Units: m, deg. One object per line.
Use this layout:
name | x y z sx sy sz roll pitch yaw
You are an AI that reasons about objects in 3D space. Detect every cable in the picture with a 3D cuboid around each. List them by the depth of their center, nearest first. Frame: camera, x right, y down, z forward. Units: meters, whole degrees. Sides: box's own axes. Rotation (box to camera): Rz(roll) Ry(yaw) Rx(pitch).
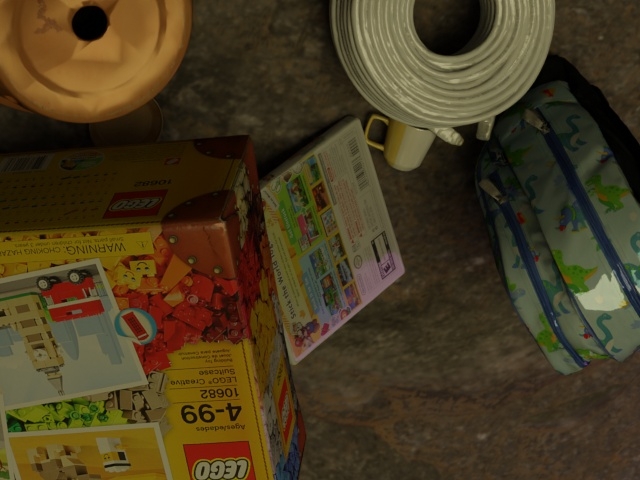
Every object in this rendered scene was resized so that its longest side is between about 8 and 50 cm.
cable | 0.137 -0.252 1.659 0.257 0.089 0.257 22 92 -20

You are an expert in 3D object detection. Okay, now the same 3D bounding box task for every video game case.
video game case | 0.000 0.000 1.745 0.206 0.026 0.227 -38 126 -31

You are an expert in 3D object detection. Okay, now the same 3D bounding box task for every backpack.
backpack | 0.311 -0.008 1.718 0.273 0.355 0.290 -32 122 -4

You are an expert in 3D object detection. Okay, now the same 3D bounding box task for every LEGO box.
LEGO box | -0.293 0.113 1.516 0.500 0.193 0.372 -4 118 10

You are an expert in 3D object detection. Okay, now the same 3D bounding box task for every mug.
mug | 0.098 -0.122 1.761 0.062 0.078 0.064 -25 139 -52

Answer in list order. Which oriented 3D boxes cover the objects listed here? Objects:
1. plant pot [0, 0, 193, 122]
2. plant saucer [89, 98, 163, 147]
plant pot | -0.248 -0.242 1.473 0.291 0.203 0.290 -9 118 -18
plant saucer | -0.217 -0.131 1.647 0.083 0.015 0.083 -9 116 -18
